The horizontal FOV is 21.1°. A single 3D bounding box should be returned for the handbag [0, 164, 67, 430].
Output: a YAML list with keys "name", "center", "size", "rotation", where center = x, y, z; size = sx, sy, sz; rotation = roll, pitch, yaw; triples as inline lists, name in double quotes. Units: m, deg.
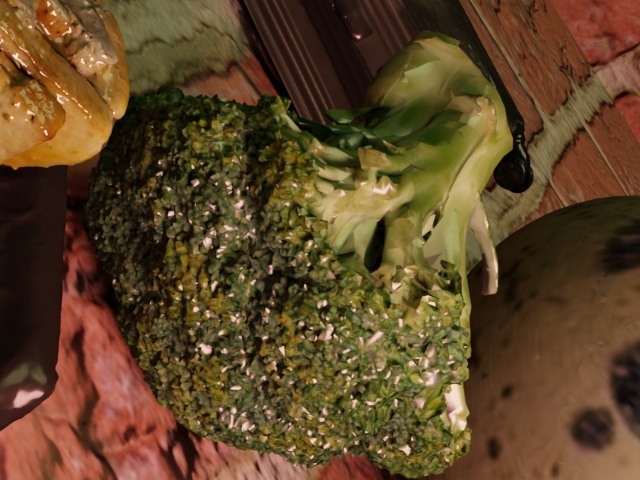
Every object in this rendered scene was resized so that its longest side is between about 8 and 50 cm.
- name: "handbag"
  center: [-0.203, -0.046, 0.680]
  size: [0.223, 0.080, 0.247]
  rotation: [37, 28, -32]

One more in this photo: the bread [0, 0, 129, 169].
- name: "bread"
  center: [-0.140, -0.095, 0.680]
  size: [0.156, 0.064, 0.117]
  rotation: [46, 26, -10]

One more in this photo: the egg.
- name: "egg"
  center: [0.198, 0.131, 1.069]
  size: [0.288, 0.287, 0.379]
  rotation: [52, 18, -19]

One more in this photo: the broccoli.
- name: "broccoli"
  center: [0.000, 0.000, 0.900]
  size: [0.261, 0.241, 0.269]
  rotation: [45, -17, 23]

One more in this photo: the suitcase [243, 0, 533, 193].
- name: "suitcase"
  center: [0.039, -0.165, 1.370]
  size: [0.202, 0.128, 0.312]
  rotation: [15, 47, -63]
